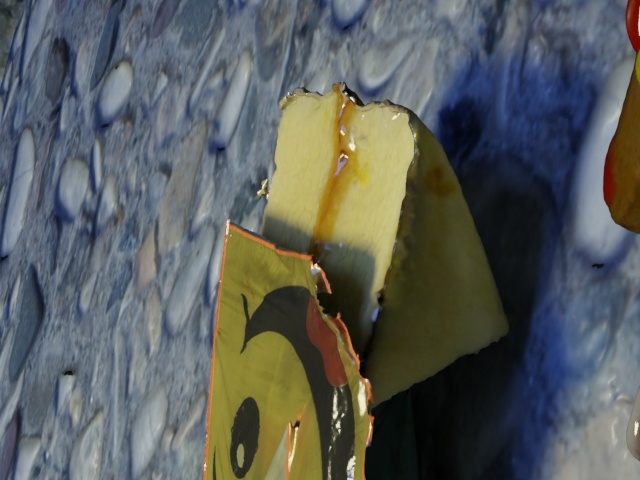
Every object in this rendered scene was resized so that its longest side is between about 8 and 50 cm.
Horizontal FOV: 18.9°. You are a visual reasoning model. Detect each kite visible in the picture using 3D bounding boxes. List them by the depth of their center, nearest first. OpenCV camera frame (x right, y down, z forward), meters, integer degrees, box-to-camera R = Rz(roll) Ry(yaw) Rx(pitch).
[{"bbox_3d":[-0.036,0.151,1.225,0.327,0.013,0.377,114,149,-44],"label":"kite"}]

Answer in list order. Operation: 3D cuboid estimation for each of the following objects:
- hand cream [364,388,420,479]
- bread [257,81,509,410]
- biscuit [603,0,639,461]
[{"bbox_3d":[0.037,0.234,1.207,0.312,0.070,0.111,-86,22,-47],"label":"hand cream"},{"bbox_3d":[0.000,0.000,1.237,0.240,0.135,0.178,11,124,69],"label":"bread"},{"bbox_3d":[0.186,-0.095,0.945,0.283,0.064,0.432,107,171,-45],"label":"biscuit"}]
